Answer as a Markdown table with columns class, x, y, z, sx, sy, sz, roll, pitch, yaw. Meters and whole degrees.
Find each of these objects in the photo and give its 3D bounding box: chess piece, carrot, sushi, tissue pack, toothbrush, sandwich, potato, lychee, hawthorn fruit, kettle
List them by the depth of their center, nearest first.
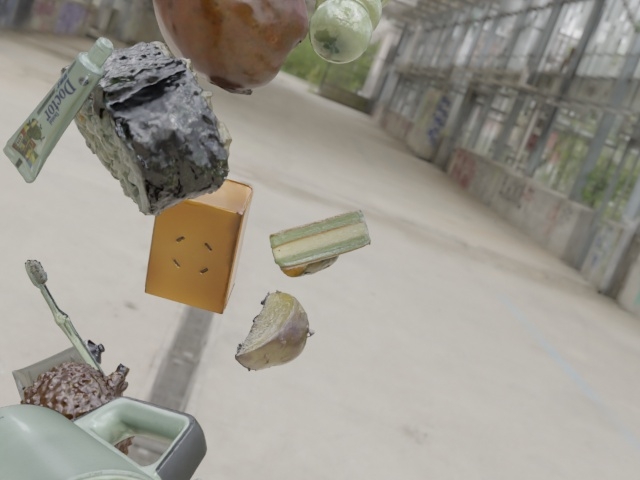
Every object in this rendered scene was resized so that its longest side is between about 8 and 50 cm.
| class | x | y | z | sx | sy | sz | roll | pitch | yaw |
| --- | --- | --- | --- | --- | --- | --- | --- | --- | --- |
| kettle | -0.315 | 0.340 | 1.384 | 0.361 | 0.250 | 0.376 | -33 | 23 | -23 |
| sushi | -0.266 | -0.184 | 1.581 | 0.170 | 0.211 | 0.350 | -26 | 35 | -17 |
| potato | -0.058 | 0.160 | 1.652 | 0.089 | 0.101 | 0.172 | -7 | 28 | 22 |
| lychee | -0.391 | 0.295 | 1.670 | 0.200 | 0.238 | 0.200 | 41 | -13 | 12 |
| chess piece | 0.051 | -0.391 | 1.718 | 0.144 | 0.144 | 0.251 | 20 | 49 | -4 |
| toothbrush | -0.422 | 0.159 | 1.766 | 0.028 | 0.294 | 0.026 | -24 | 7 | 39 |
| sandwich | 0.000 | 0.000 | 1.997 | 0.163 | 0.079 | 0.113 | -15 | 0 | 23 |
| hawthorn fruit | -0.178 | -0.457 | 2.036 | 0.308 | 0.308 | 0.325 | 24 | -9 | 19 |
| carrot | -0.021 | 0.032 | 2.246 | 0.082 | 0.082 | 0.173 | 24 | 16 | 21 |
| tissue pack | -0.274 | -0.001 | 2.338 | 0.194 | 0.275 | 0.145 | 15 | 31 | 0 |

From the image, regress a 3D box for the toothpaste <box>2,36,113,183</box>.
| class | x | y | z | sx | sy | sz | roll | pitch | yaw |
| --- | --- | --- | --- | --- | --- | --- | --- | --- | --- |
| toothpaste | -0.356 | -0.180 | 1.418 | 0.067 | 0.255 | 0.037 | 48 | 30 | 5 |

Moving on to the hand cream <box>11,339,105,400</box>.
| class | x | y | z | sx | sy | sz | roll | pitch | yaw |
| --- | --- | --- | --- | --- | --- | --- | --- | --- | --- |
| hand cream | -0.494 | 0.246 | 1.972 | 0.087 | 0.186 | 0.054 | 64 | 4 | 22 |
